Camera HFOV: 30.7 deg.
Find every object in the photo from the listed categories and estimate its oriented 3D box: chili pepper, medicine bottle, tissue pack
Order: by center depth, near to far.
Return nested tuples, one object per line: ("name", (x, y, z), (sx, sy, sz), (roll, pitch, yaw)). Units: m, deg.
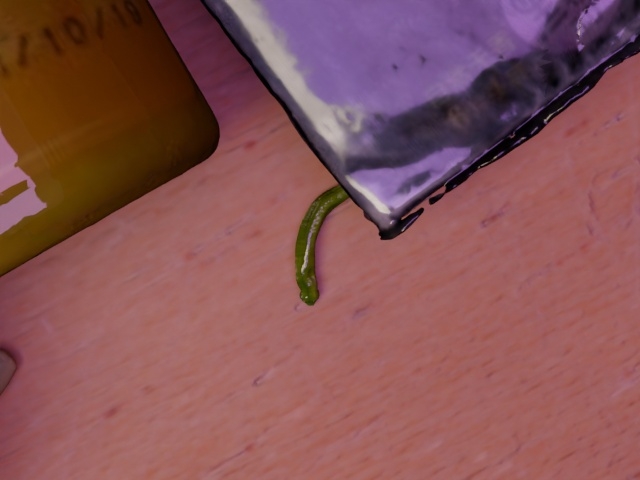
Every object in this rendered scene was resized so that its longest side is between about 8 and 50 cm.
("medicine bottle", (-0.234, -0.161, 0.591), (0.224, 0.224, 0.384), (-29, 97, -2))
("tissue pack", (0.026, -0.219, 0.661), (0.259, 0.122, 0.361), (-36, 98, 2))
("chili pepper", (0.000, 0.000, 0.727), (0.030, 0.017, 0.083), (12, 94, -26))

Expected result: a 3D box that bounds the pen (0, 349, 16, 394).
("pen", (-0.268, 0.157, 0.712), (0.233, 0.032, 0.040), (-45, 116, 0))
